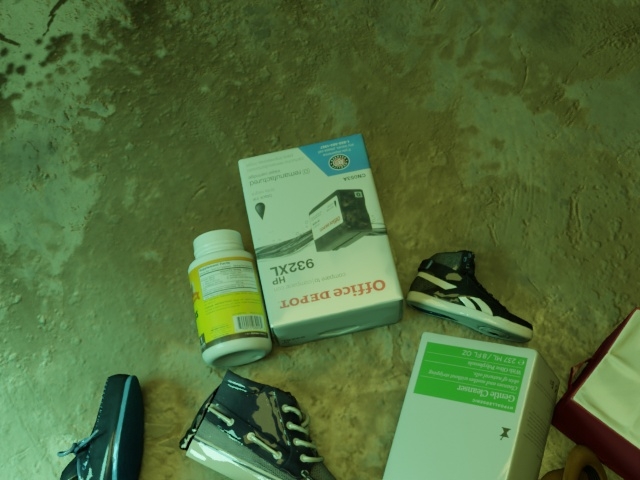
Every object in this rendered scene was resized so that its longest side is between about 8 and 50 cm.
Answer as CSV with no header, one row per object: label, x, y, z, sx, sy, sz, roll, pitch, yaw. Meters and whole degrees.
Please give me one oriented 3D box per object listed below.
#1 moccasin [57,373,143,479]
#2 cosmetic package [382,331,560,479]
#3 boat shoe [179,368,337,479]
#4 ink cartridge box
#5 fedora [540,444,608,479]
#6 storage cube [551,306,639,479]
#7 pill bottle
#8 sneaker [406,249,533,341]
moccasin,-0.359,0.375,1.464,0.117,0.138,0.342,3,69,10
cosmetic package,0.216,0.343,1.399,0.197,0.155,0.365,5,66,30
boat shoe,-0.045,0.327,1.461,0.340,0.127,0.158,23,80,12
ink cartridge box,0.000,0.000,1.581,0.223,0.129,0.307,-12,69,-1
fedora,0.376,0.407,1.411,0.079,0.194,0.194,-12,64,38
storage cube,0.486,0.245,1.423,0.215,0.193,0.183,37,76,15
pill bottle,-0.155,0.095,1.563,0.117,0.117,0.215,-12,69,-1
sneaker,0.262,0.082,1.558,0.217,0.079,0.121,19,73,12
